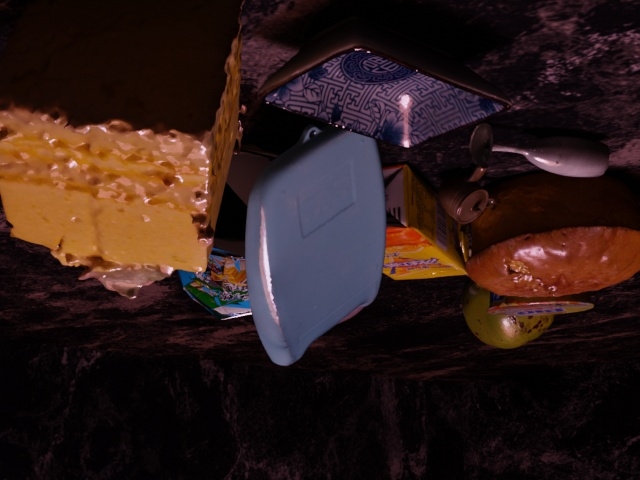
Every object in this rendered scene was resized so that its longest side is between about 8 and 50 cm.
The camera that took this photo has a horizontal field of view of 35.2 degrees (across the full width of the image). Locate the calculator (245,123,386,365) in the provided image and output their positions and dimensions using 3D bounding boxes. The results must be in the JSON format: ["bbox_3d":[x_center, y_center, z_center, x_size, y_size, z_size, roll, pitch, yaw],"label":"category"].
[{"bbox_3d":[0.000,0.000,1.413,0.054,0.256,0.386,31,142,35],"label":"calculator"}]

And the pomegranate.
[{"bbox_3d":[0.363,0.116,2.079,0.246,0.198,0.198,20,159,-16],"label":"pomegranate"}]

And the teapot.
[{"bbox_3d":[0.236,-0.085,1.578,0.085,0.080,0.110,-15,135,-35],"label":"teapot"}]

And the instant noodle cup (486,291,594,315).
[{"bbox_3d":[0.411,0.058,1.895,0.205,0.153,0.205,0,171,0],"label":"instant noodle cup"}]

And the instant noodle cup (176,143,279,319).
[{"bbox_3d":[-0.119,-0.023,1.510,0.240,0.240,0.178,1,158,-6],"label":"instant noodle cup"}]

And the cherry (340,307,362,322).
[{"bbox_3d":[-0.009,0.070,1.893,0.213,0.184,0.266,-19,160,30],"label":"cherry"}]

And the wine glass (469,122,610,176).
[{"bbox_3d":[0.311,-0.124,1.422,0.198,0.066,0.066,5,164,-22],"label":"wine glass"}]

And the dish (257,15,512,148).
[{"bbox_3d":[0.073,-0.188,1.143,0.243,0.080,0.182,14,159,-36],"label":"dish"}]

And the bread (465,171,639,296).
[{"bbox_3d":[0.386,-0.004,1.669,0.312,0.172,0.312,-4,162,-1],"label":"bread"}]

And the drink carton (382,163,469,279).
[{"bbox_3d":[0.134,-0.021,1.708,0.154,0.111,0.351,-6,165,22],"label":"drink carton"}]

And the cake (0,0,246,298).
[{"bbox_3d":[-0.199,-0.099,1.057,0.222,0.227,0.286,9,141,2],"label":"cake"}]
